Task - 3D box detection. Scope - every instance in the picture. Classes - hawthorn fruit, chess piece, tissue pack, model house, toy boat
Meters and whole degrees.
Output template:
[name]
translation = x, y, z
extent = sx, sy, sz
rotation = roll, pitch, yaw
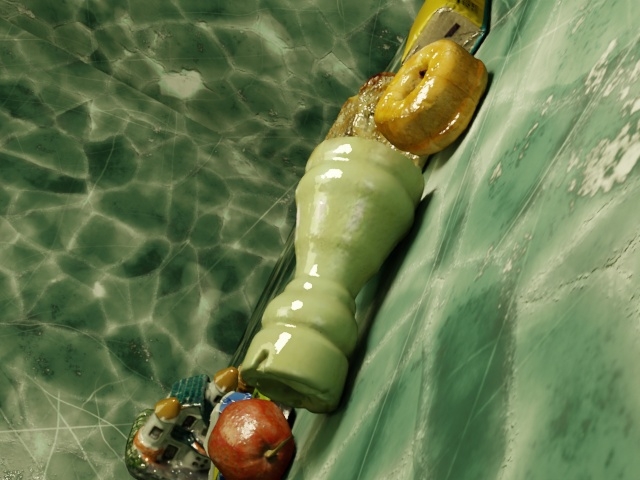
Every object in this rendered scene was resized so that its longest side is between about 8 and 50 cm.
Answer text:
[hawthorn fruit]
translation = -0.110, 0.369, 1.350
extent = 0.162, 0.163, 0.203
rotation = -63, 24, -6
[chess piece]
translation = 0.015, 0.058, 1.303
extent = 0.442, 0.234, 0.234
rotation = -69, 8, -27
[tissue pack]
translation = 0.281, -0.474, 1.732
extent = 0.192, 0.134, 0.271
rotation = -59, 7, 34
[model house]
translation = -0.274, 0.426, 1.776
extent = 0.301, 0.271, 0.190
rotation = -58, 12, 23
[toy boat]
translation = -0.212, 0.485, 1.677
extent = 0.129, 0.088, 0.295
rotation = -43, -39, -77

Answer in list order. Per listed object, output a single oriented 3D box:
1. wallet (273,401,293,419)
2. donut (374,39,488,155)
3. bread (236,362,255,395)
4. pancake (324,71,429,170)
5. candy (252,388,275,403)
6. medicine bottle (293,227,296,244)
[wallet]
translation = -0.152, 0.483, 1.541
extent = 0.377, 0.051, 0.197
rotation = -62, 3, -9
[donut]
translation = 0.201, -0.260, 1.405
extent = 0.226, 0.114, 0.226
rotation = -45, 23, 25
[bread]
translation = -0.171, 0.345, 1.905
extent = 0.105, 0.076, 0.233
rotation = -50, -17, -26
[pancake]
translation = 0.118, -0.205, 1.649
extent = 0.356, 0.065, 0.356
rotation = -27, 52, 40
[candy]
translation = -0.118, 0.343, 1.786
extent = 0.149, 0.069, 0.246
rotation = -65, 5, 0
[medicine bottle]
translation = 0.000, 0.000, 1.987
extent = 0.135, 0.135, 0.215
rotation = -62, 6, 3
